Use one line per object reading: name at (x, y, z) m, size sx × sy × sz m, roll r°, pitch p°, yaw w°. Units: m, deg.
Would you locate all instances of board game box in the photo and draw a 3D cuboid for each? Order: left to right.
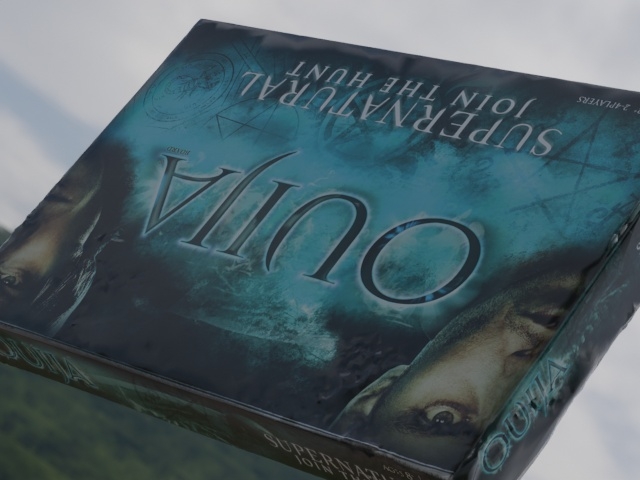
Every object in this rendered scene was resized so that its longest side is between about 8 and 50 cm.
board game box at (0.000, 0.000, 0.518) m, size 0.186 × 0.126 × 0.026 m, roll 14°, pitch -35°, yaw 41°
